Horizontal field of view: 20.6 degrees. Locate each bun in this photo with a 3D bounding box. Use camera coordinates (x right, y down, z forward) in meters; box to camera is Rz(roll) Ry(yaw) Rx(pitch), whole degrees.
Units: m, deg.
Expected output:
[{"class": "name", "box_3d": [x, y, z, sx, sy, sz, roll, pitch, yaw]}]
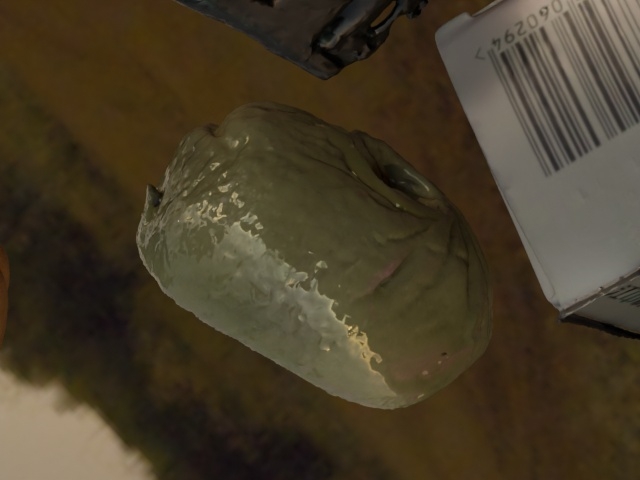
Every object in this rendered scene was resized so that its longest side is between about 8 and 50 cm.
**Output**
[{"class": "bun", "box_3d": [0.000, 0.000, 1.139, 0.244, 0.153, 0.244, 33, -178, -1]}]

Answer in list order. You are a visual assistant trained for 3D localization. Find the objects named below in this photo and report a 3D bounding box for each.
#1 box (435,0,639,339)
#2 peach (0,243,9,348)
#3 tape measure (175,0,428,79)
[{"class": "box", "box_3d": [0.217, -0.044, 0.826, 0.333, 0.173, 0.145, 16, -132, -58]}, {"class": "peach", "box_3d": [-0.304, 0.044, 1.236, 0.184, 0.184, 0.184, 46, 173, 8]}, {"class": "tape measure", "box_3d": [-0.055, -0.171, 0.731, 0.182, 0.107, 0.181, 54, -162, 28]}]
